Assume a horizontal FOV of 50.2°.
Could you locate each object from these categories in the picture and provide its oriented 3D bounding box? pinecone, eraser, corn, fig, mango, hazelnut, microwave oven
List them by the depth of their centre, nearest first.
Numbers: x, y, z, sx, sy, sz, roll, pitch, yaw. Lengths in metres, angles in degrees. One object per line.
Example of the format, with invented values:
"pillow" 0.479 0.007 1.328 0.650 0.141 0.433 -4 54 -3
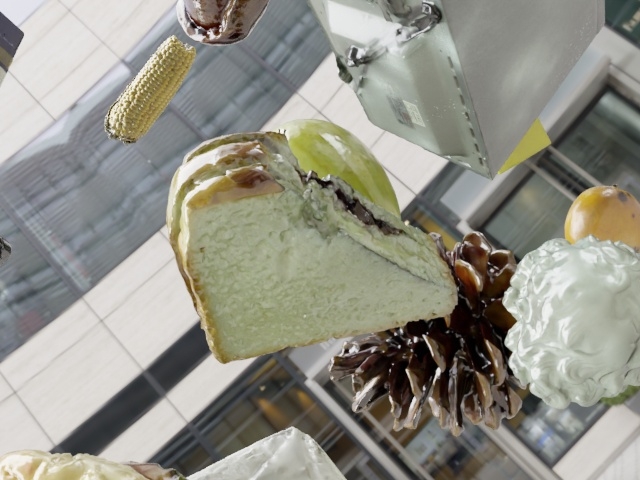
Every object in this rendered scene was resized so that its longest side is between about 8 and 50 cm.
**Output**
"microwave oven" 0.170 -0.335 0.872 0.374 0.236 0.432 -53 -33 -10
"mango" 0.407 0.008 0.964 0.115 0.177 0.090 -20 13 -11
"eraser" 0.291 -0.181 1.080 0.097 0.122 0.045 -32 13 0
"hazelnut" -0.160 -0.418 1.113 0.161 0.170 0.201 20 -82 -32
"pinecone" 0.191 0.178 1.196 0.384 0.384 0.384 -40 -20 -18
"fig" 0.012 -0.072 1.266 0.258 0.326 0.258 -25 -41 -24
"corn" -0.433 -0.377 1.747 0.317 0.115 0.115 -49 -19 12

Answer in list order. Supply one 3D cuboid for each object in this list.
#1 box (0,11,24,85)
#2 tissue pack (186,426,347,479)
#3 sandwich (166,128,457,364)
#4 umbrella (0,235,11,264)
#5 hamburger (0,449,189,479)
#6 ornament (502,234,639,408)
"box" -0.571 -0.258 1.037 0.168 0.071 0.259 53 -127 -67
"tissue pack" -0.036 0.467 0.829 0.207 0.297 0.380 -19 -45 -31
"sandwich" 0.001 0.003 0.685 0.289 0.099 0.254 -10 -49 -8
"umbrella" -0.396 -0.018 0.701 0.072 0.080 0.224 -9 -16 3
"hamburger" -0.196 0.303 0.647 0.209 0.330 0.162 -57 -28 -5
"ornament" 0.245 0.059 0.596 0.285 0.121 0.130 -1 -79 -60
